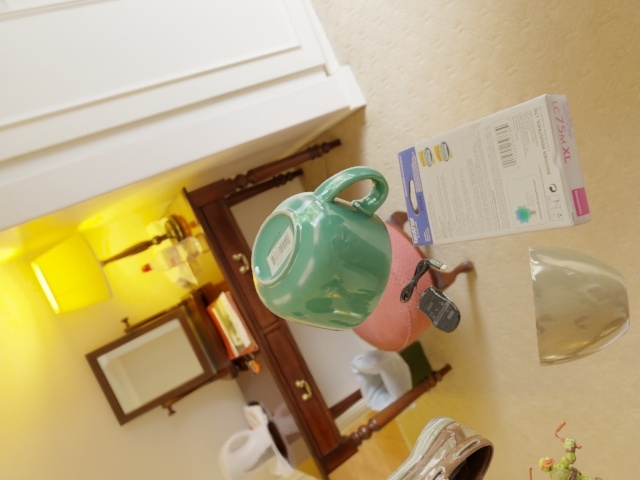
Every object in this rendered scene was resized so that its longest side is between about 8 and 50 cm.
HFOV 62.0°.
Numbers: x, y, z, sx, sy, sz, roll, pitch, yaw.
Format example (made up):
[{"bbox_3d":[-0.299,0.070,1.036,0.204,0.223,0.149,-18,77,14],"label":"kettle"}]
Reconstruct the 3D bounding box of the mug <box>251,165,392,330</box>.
[{"bbox_3d":[-0.006,0.005,0.531,0.129,0.097,0.158,-11,67,51],"label":"mug"}]

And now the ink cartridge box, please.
[{"bbox_3d":[0.259,-0.095,0.858,0.311,0.065,0.186,-12,89,54],"label":"ink cartridge box"}]

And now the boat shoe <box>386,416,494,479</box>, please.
[{"bbox_3d":[0.174,0.416,0.837,0.116,0.324,0.123,1,127,43],"label":"boat shoe"}]

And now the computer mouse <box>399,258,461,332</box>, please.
[{"bbox_3d":[0.382,0.172,1.706,0.262,0.060,0.184,36,103,51],"label":"computer mouse"}]

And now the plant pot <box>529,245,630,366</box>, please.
[{"bbox_3d":[0.593,0.145,1.225,0.190,0.284,0.284,-5,113,23],"label":"plant pot"}]

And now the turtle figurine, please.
[{"bbox_3d":[0.676,0.625,1.410,0.217,0.087,0.270,22,116,25],"label":"turtle figurine"}]
